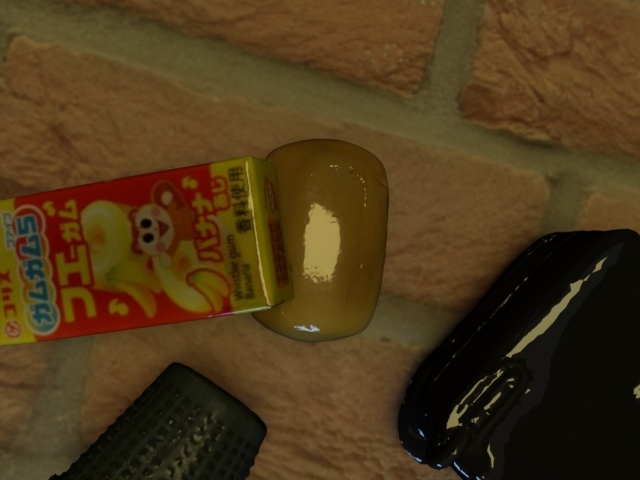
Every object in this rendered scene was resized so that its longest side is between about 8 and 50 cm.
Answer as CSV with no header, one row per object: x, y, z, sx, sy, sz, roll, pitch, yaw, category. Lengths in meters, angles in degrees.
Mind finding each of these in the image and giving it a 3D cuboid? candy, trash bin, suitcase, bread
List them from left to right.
-0.174,0.011,0.637,0.276,0.088,0.146,-7,91,11,candy
-0.140,0.215,0.648,0.175,0.175,0.161,38,71,-6,trash bin
0.000,0.000,0.700,0.148,0.098,0.217,3,87,-5,bread
0.298,0.186,0.691,0.345,0.188,0.339,45,84,-3,suitcase
